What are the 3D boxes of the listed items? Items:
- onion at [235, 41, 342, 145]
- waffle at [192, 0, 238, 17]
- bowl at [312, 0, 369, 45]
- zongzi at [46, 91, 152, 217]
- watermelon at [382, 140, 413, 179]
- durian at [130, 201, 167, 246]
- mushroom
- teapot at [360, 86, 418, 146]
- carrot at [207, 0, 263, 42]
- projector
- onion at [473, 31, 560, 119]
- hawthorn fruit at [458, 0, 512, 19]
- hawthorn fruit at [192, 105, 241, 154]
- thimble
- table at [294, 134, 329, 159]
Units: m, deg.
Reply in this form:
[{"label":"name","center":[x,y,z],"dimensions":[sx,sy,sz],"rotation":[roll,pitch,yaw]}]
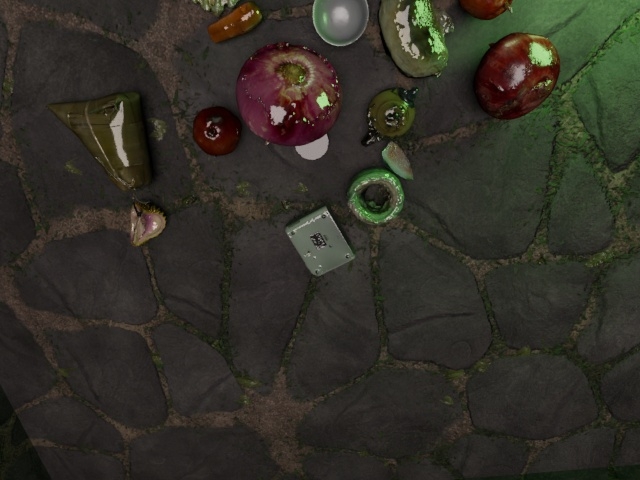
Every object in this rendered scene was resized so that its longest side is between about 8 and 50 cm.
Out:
[{"label":"onion","center":[-0.100,-0.485,1.407],"dimensions":[0.358,0.345,0.358],"rotation":[0,87,8]},{"label":"waffle","center":[-0.367,-0.935,1.364],"dimensions":[0.309,0.056,0.292],"rotation":[41,107,-13]},{"label":"bowl","center":[0.066,-0.762,1.395],"dimensions":[0.189,0.086,0.189],"rotation":[0,110,1]},{"label":"zongzi","center":[-0.818,-0.321,1.566],"dimensions":[0.418,0.181,0.447],"rotation":[2,110,16]},{"label":"watermelon","center":[0.292,-0.297,1.573],"dimensions":[0.094,0.081,0.180],"rotation":[-39,121,-1]},{"label":"durian","center":[-0.721,-0.074,1.669],"dimensions":[0.165,0.132,0.182],"rotation":[2,123,14]},{"label":"mushroom","center":[0.323,-0.716,1.377],"dimensions":[0.247,0.130,0.344],"rotation":[-9,111,10]},{"label":"teapot","center":[0.243,-0.435,1.459],"dimensions":[0.173,0.182,0.269],"rotation":[41,108,-13]},{"label":"carrot","center":[-0.292,-0.747,1.419],"dimensions":[0.193,0.087,0.087],"rotation":[-25,108,13]},{"label":"projector","center":[0.000,0.000,1.674],"dimensions":[0.198,0.108,0.250],"rotation":[-27,108,13]},{"label":"onion","center":[0.651,-0.539,1.367],"dimensions":[0.276,0.276,0.276],"rotation":[1,111,2]},{"label":"hawthorn fruit","center":[0.543,-0.792,1.301],"dimensions":[0.179,0.179,0.200],"rotation":[-37,71,15]},{"label":"hawthorn fruit","center":[-0.378,-0.395,1.493],"dimensions":[0.185,0.202,0.185],"rotation":[-1,105,-4]},{"label":"thimble","center":[0.206,-0.171,1.578],"dimensions":[0.219,0.150,0.219],"rotation":[1,111,2]},{"label":"table","center":[-0.034,-0.377,1.567],"dimensions":[0.133,0.043,0.133],"rotation":[1,111,2]}]
